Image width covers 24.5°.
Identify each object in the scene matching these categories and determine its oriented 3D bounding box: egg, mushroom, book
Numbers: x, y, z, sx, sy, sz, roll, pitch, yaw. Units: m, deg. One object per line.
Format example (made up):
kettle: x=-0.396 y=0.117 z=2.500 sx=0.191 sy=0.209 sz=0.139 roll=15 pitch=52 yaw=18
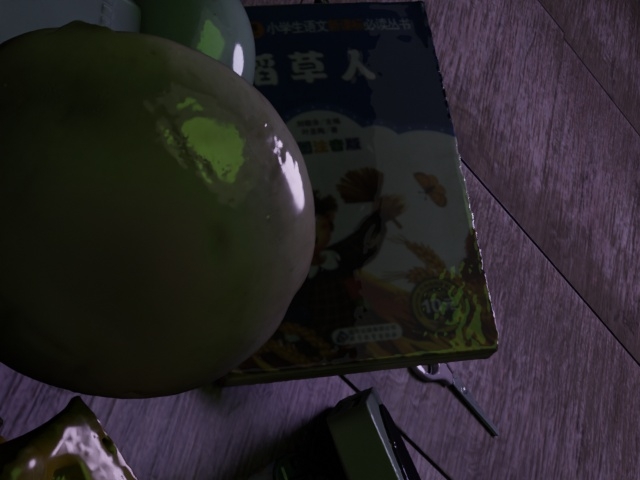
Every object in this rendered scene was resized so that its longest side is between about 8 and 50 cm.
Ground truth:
egg: x=-0.140 y=-0.182 z=1.495 sx=0.149 sy=0.149 sz=0.192 roll=13 pitch=87 yaw=-49
mushroom: x=-0.143 y=-0.008 z=1.164 sx=0.356 sy=0.315 sz=0.315 roll=24 pitch=51 yaw=-51
book: x=0.008 y=-0.064 z=1.579 sx=0.300 sy=0.039 sz=0.428 roll=-6 pitch=69 yaw=-14

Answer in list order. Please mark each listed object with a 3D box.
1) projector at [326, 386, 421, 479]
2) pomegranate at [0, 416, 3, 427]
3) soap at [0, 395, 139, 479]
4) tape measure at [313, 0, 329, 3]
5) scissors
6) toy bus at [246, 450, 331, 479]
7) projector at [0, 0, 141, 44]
projector: x=0.074 y=0.284 z=1.487 sx=0.257 sy=0.079 sz=0.259 roll=34 pitch=34 yaw=-86
pomegranate: x=-0.361 y=0.079 z=1.000 sx=0.276 sy=0.204 sz=0.222 roll=36 pitch=57 yaw=-31
soap: x=-0.205 y=0.326 z=1.094 sx=0.335 sy=0.156 sz=0.293 roll=57 pitch=32 yaw=-11
tape measure: x=-0.030 y=-0.189 z=1.695 sx=0.107 sy=0.104 sz=0.180 roll=-3 pitch=76 yaw=-48
scissors: x=0.167 y=0.174 z=1.810 sx=0.189 sy=0.015 sz=0.100 roll=52 pitch=37 yaw=-21
toy bus: x=-0.021 y=0.304 z=1.408 sx=0.087 sy=0.089 sz=0.194 roll=-6 pitch=74 yaw=-60
projector: x=-0.278 y=-0.157 z=1.346 sx=0.198 sy=0.108 sz=0.250 roll=31 pitch=48 yaw=-40
